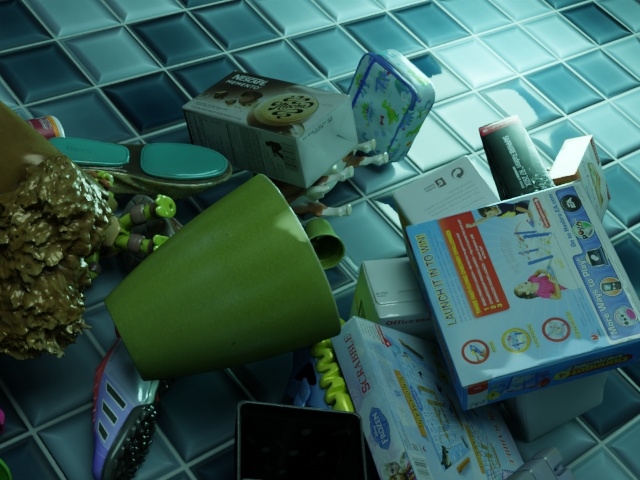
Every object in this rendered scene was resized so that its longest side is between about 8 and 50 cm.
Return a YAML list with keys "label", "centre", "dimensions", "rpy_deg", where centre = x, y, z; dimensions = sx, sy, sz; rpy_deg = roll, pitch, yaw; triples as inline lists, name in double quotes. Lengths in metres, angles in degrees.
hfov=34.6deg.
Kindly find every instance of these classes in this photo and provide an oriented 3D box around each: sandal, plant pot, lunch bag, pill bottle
- label: "sandal"
  centre: [-0.012, 0.217, 1.689]
  dimensions: [0.126, 0.138, 0.317]
  rpy_deg: [33, 27, -35]
- label: "plant pot"
  centre: [0.000, 0.000, 1.941]
  dimensions: [0.083, 0.083, 0.079]
  rpy_deg: [7, 33, -13]
- label: "plant pot"
  centre: [-0.046, 0.364, 1.504]
  dimensions: [0.188, 0.167, 0.188]
  rpy_deg: [8, 47, -13]
- label: "lunch bag"
  centre: [0.129, -0.276, 2.143]
  dimensions: [0.090, 0.219, 0.176]
  rpy_deg: [-18, 57, -40]
- label: "plant pot"
  centre: [-0.161, 0.086, 1.545]
  dimensions: [0.294, 0.274, 0.274]
  rpy_deg: [-27, 58, -11]
- label: "pill bottle"
  centre: [-0.555, -0.176, 1.896]
  dimensions: [0.152, 0.086, 0.086]
  rpy_deg: [-17, 55, -31]

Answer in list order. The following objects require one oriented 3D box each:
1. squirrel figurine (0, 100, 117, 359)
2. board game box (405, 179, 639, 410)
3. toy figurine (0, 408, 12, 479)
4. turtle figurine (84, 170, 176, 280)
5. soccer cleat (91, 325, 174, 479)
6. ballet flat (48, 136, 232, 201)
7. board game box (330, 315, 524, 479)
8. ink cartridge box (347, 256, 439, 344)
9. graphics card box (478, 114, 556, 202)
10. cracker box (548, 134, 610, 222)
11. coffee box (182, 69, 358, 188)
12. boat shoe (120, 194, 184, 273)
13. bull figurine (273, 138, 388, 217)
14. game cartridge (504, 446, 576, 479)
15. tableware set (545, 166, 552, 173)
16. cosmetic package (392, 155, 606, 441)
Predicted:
- label: "squirrel figurine"
  centre: [-0.494, 0.021, 1.535]
  dimensions: [0.370, 0.281, 0.397]
  rpy_deg: [-49, 39, -7]
- label: "board game box"
  centre: [0.322, 0.081, 1.629]
  dimensions: [0.302, 0.086, 0.308]
  rpy_deg: [-15, 56, -1]
- label: "toy figurine"
  centre: [-0.518, 0.290, 1.471]
  dimensions: [0.173, 0.130, 0.159]
  rpy_deg: [-12, 34, 1]
- label: "turtle figurine"
  centre: [-0.354, 0.001, 1.746]
  dimensions: [0.217, 0.087, 0.269]
  rpy_deg: [-5, 60, 24]
- label: "soccer cleat"
  centre: [-0.305, 0.245, 1.580]
  dimensions: [0.117, 0.108, 0.318]
  rpy_deg: [9, 42, 5]
- label: "ballet flat"
  centre: [-0.339, -0.120, 1.894]
  dimensions: [0.349, 0.123, 0.123]
  rpy_deg: [4, 46, -6]
- label: "board game box"
  centre: [0.186, 0.295, 1.631]
  dimensions: [0.318, 0.066, 0.318]
  rpy_deg: [22, 36, -40]
- label: "ink cartridge box"
  centre: [0.132, 0.130, 1.775]
  dimensions: [0.128, 0.176, 0.127]
  rpy_deg: [-5, 50, -14]
- label: "graphics card box"
  centre: [0.405, -0.056, 1.961]
  dimensions: [0.094, 0.232, 0.371]
  rpy_deg: [-19, 31, 8]
- label: "cracker box"
  centre: [0.540, -0.106, 2.144]
  dimensions: [0.067, 0.155, 0.232]
  rpy_deg: [-11, 21, 28]
- label: "coffee box"
  centre: [-0.099, -0.221, 1.991]
  dimensions: [0.297, 0.118, 0.168]
  rpy_deg: [19, 46, 35]
- label: "boat shoe"
  centre: [-0.248, 0.044, 1.792]
  dimensions: [0.116, 0.123, 0.324]
  rpy_deg: [22, 25, -51]
- label: "bull figurine"
  centre: [0.015, -0.155, 2.051]
  dimensions: [0.189, 0.101, 0.310]
  rpy_deg: [4, 45, 30]
- label: "game cartridge"
  centre: [0.356, 0.511, 1.502]
  dimensions: [0.230, 0.068, 0.355]
  rpy_deg: [-28, 85, -33]
- label: "tableware set"
  centre: [0.557, -0.130, 2.295]
  dimensions: [0.154, 0.024, 0.104]
  rpy_deg: [10, 46, -12]
- label: "cosmetic package"
  centre: [0.310, 0.098, 1.816]
  dimensions: [0.162, 0.230, 0.453]
  rpy_deg: [-28, 56, -5]
